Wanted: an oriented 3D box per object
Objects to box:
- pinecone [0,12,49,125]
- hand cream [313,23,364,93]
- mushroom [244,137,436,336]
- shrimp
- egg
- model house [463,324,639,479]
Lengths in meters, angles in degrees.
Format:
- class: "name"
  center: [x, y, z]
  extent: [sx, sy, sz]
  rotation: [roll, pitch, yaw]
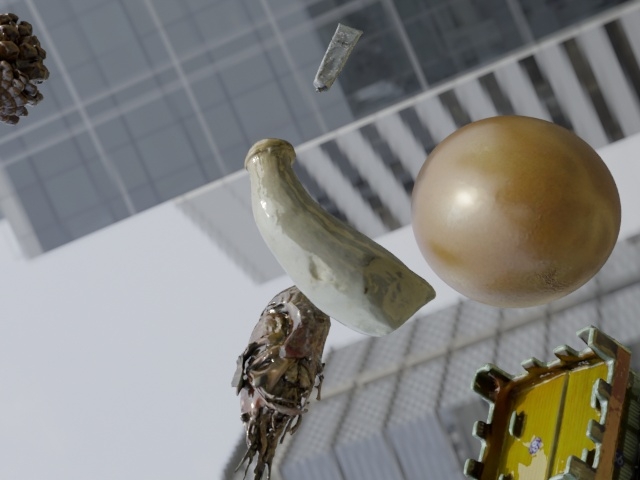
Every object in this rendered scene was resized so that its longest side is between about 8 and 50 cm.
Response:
- class: "pinecone"
  center: [-0.469, -0.254, 2.222]
  extent: [0.173, 0.174, 0.173]
  rotation: [59, -163, -31]
- class: "hand cream"
  center: [0.017, -0.205, 1.734]
  extent: [0.019, 0.030, 0.093]
  rotation: [83, -150, -68]
- class: "mushroom"
  center: [0.000, 0.000, 1.730]
  extent: [0.270, 0.103, 0.118]
  rotation: [47, -130, 7]
- class: "shrimp"
  center: [-0.058, 0.226, 2.326]
  extent: [0.116, 0.145, 0.343]
  rotation: [45, -127, -55]
- class: "egg"
  center: [0.283, -0.041, 2.245]
  extent: [0.351, 0.282, 0.282]
  rotation: [15, 138, 59]
- class: "model house"
  center: [0.276, 0.231, 1.597]
  extent: [0.215, 0.198, 0.224]
  rotation: [36, -129, -26]
